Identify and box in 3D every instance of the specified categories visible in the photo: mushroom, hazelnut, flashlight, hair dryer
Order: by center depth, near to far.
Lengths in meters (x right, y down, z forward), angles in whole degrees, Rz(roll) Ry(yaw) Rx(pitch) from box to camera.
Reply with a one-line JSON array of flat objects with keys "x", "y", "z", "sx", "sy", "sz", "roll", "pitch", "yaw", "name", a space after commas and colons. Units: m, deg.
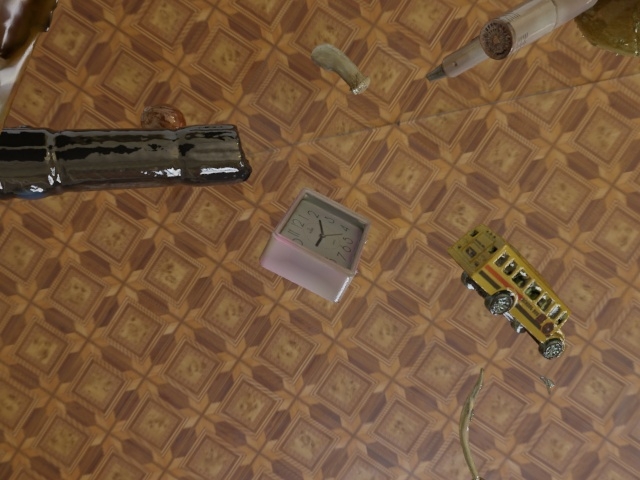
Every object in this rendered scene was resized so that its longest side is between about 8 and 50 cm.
[{"x": -0.295, "y": -0.090, "z": 0.554, "sx": 0.424, "sy": 0.103, "sz": 0.103, "roll": -5, "pitch": 92, "yaw": -20, "name": "flashlight"}, {"x": 0.261, "y": -0.291, "z": 0.696, "sx": 0.195, "sy": 0.220, "sz": 0.053, "roll": -33, "pitch": 98, "yaw": -21, "name": "hair dryer"}, {"x": -0.306, "y": -0.231, "z": 0.912, "sx": 0.086, "sy": 0.086, "sz": 0.086, "roll": 0, "pitch": 92, "yaw": 1, "name": "hazelnut"}, {"x": 0.366, "y": 0.461, "z": 1.128, "sx": 0.043, "sy": 0.068, "sz": 0.306, "roll": -1, "pitch": 93, "yaw": 46, "name": "mushroom"}, {"x": 0.068, "y": -0.549, "z": 1.500, "sx": 0.081, "sy": 0.092, "sz": 0.223, "roll": -34, "pitch": 64, "yaw": -30, "name": "mushroom"}]

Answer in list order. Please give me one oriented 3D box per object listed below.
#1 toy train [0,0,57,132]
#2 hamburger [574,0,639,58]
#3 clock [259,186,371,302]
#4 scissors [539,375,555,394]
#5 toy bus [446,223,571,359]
[{"x": -0.219, "y": -0.197, "z": 0.256, "sx": 0.163, "sy": 0.231, "sz": 0.369, "roll": 26, "pitch": 127, "yaw": -32, "name": "toy train"}, {"x": 0.462, "y": -0.407, "z": 0.666, "sx": 0.132, "sy": 0.211, "sz": 0.309, "roll": -16, "pitch": 98, "yaw": -37, "name": "hamburger"}, {"x": 0.000, "y": 0.000, "z": 0.806, "sx": 0.150, "sy": 0.197, "sz": 0.063, "roll": 28, "pitch": 124, "yaw": -1, "name": "clock"}, {"x": 0.530, "y": 0.339, "z": 1.093, "sx": 0.036, "sy": 0.083, "sz": 0.006, "roll": 25, "pitch": 108, "yaw": 14, "name": "scissors"}, {"x": 0.403, "y": 0.110, "z": 0.967, "sx": 0.335, "sy": 0.121, "sz": 0.123, "roll": 38, "pitch": 102, "yaw": -26, "name": "toy bus"}]
